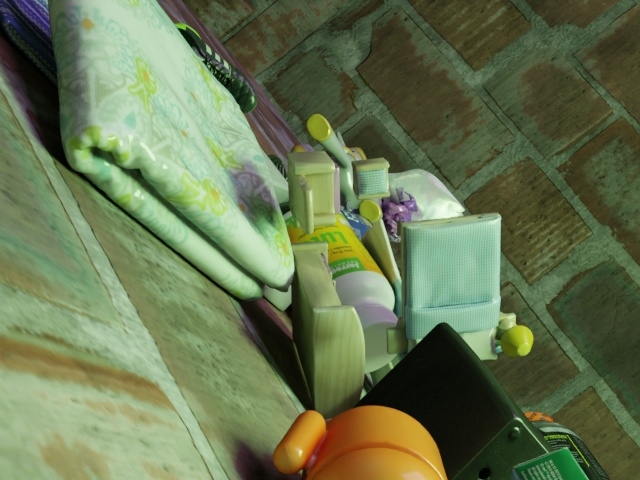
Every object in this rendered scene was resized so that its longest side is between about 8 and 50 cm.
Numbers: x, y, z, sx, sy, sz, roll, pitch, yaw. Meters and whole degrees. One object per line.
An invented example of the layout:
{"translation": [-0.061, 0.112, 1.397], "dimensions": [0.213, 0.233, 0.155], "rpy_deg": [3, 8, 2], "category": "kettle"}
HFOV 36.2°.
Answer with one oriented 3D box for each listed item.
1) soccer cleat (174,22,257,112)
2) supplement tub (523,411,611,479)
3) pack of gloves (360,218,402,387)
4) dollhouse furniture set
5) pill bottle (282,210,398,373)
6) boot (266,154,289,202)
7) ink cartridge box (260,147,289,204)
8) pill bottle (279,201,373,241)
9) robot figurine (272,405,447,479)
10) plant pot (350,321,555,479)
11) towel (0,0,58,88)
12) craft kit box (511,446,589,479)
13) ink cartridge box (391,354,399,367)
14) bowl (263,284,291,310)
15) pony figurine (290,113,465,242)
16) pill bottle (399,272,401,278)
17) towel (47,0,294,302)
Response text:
{"translation": [-0.170, -0.258, 1.474], "dimensions": [0.179, 0.060, 0.072], "rpy_deg": [45, 15, 4], "category": "soccer cleat"}
{"translation": [0.455, 0.492, 1.883], "dimensions": [0.207, 0.207, 0.338], "rpy_deg": [49, 8, -26], "category": "supplement tub"}
{"translation": [0.105, 0.107, 1.465], "dimensions": [0.195, 0.046, 0.232], "rpy_deg": [129, -52, -63], "category": "pack of gloves"}
{"translation": [0.125, 0.046, 1.163], "dimensions": [0.198, 0.303, 0.286], "rpy_deg": [-115, -158, -66], "category": "dollhouse furniture set"}
{"translation": [0.023, 0.070, 1.406], "dimensions": [0.136, 0.136, 0.246], "rpy_deg": [46, 9, -47], "category": "pill bottle"}
{"translation": [-0.063, -0.054, 1.830], "dimensions": [0.208, 0.076, 0.190], "rpy_deg": [87, -10, -73], "category": "boot"}
{"translation": [-0.208, -0.202, 1.523], "dimensions": [0.385, 0.091, 0.308], "rpy_deg": [50, 5, 5], "category": "ink cartridge box"}
{"translation": [0.000, 0.000, 1.624], "dimensions": [0.123, 0.123, 0.219], "rpy_deg": [55, 19, 25], "category": "pill bottle"}
{"translation": [0.042, 0.213, 0.803], "dimensions": [0.219, 0.128, 0.158], "rpy_deg": [-82, 155, -83], "category": "robot figurine"}
{"translation": [0.154, 0.236, 1.045], "dimensions": [0.188, 0.187, 0.167], "rpy_deg": [50, -6, -27], "category": "plant pot"}
{"translation": [-0.313, -0.251, 1.216], "dimensions": [0.243, 0.040, 0.336], "rpy_deg": [47, 8, -38], "category": "towel"}
{"translation": [0.228, 0.332, 0.773], "dimensions": [0.247, 0.061, 0.250], "rpy_deg": [84, -16, -47], "category": "craft kit box"}
{"translation": [0.119, 0.167, 1.502], "dimensions": [0.224, 0.181, 0.056], "rpy_deg": [40, 41, 21], "category": "ink cartridge box"}
{"translation": [-0.085, 0.014, 1.334], "dimensions": [0.142, 0.053, 0.142], "rpy_deg": [47, 7, -45], "category": "bowl"}
{"translation": [0.084, -0.079, 1.929], "dimensions": [0.351, 0.302, 0.363], "rpy_deg": [59, 13, 8], "category": "pony figurine"}
{"translation": [0.146, 0.121, 1.651], "dimensions": [0.121, 0.216, 0.121], "rpy_deg": [51, 6, -7], "category": "pill bottle"}
{"translation": [-0.168, -0.130, 1.117], "dimensions": [0.374, 0.090, 0.321], "rpy_deg": [45, 20, -50], "category": "towel"}
